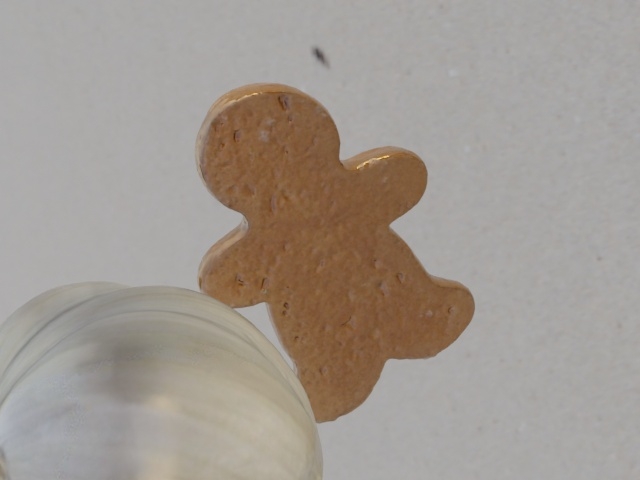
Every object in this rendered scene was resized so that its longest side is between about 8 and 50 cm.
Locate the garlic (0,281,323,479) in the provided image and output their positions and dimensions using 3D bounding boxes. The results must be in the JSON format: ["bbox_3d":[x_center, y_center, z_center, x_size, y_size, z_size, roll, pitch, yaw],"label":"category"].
[{"bbox_3d":[-0.029,0.123,0.466,0.199,0.226,0.199,-53,22,32],"label":"garlic"}]

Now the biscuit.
[{"bbox_3d":[0.000,0.000,0.872,0.250,0.165,0.036,58,179,-32],"label":"biscuit"}]
